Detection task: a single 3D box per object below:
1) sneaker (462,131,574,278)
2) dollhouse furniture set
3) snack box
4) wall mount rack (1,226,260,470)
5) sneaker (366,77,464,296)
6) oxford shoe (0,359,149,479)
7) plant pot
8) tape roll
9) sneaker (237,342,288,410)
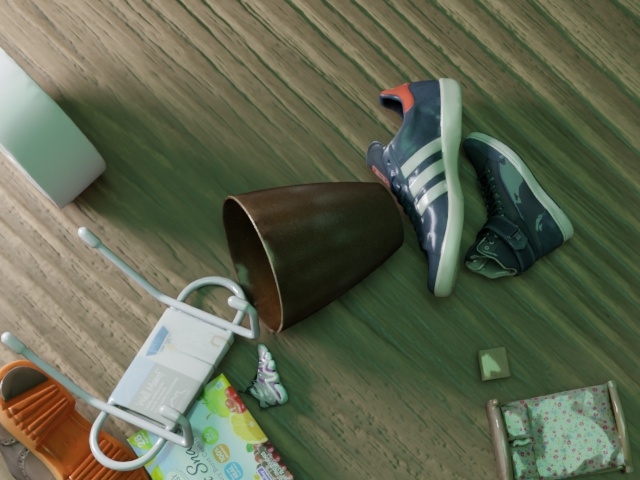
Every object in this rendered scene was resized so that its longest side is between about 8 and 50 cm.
[{"bbox_3d":[0.260,-0.048,1.846,0.163,0.086,0.226,-37,80,-18],"label":"sneaker"},{"bbox_3d":[0.414,0.300,1.730,0.303,0.174,0.355,-10,77,-2],"label":"dollhouse furniture set"},{"bbox_3d":[-0.156,0.332,1.778,0.174,0.070,0.207,-34,77,-7],"label":"snack box"},{"bbox_3d":[-0.268,0.144,1.756,0.304,0.130,0.350,21,58,17],"label":"wall mount rack"},{"bbox_3d":[0.144,-0.081,1.850,0.148,0.131,0.350,-1,70,4],"label":"sneaker"},{"bbox_3d":[-0.366,0.339,1.768,0.363,0.133,0.130,54,46,-3],"label":"oxford shoe"},{"bbox_3d":[0.000,0.000,1.803,0.230,0.215,0.215,-20,77,-18],"label":"plant pot"},{"bbox_3d":[-0.450,-0.179,1.791,0.286,0.286,0.100,44,80,9],"label":"tape roll"},{"bbox_3d":[-0.096,0.210,1.822,0.069,0.038,0.098,-21,77,-5],"label":"sneaker"}]
